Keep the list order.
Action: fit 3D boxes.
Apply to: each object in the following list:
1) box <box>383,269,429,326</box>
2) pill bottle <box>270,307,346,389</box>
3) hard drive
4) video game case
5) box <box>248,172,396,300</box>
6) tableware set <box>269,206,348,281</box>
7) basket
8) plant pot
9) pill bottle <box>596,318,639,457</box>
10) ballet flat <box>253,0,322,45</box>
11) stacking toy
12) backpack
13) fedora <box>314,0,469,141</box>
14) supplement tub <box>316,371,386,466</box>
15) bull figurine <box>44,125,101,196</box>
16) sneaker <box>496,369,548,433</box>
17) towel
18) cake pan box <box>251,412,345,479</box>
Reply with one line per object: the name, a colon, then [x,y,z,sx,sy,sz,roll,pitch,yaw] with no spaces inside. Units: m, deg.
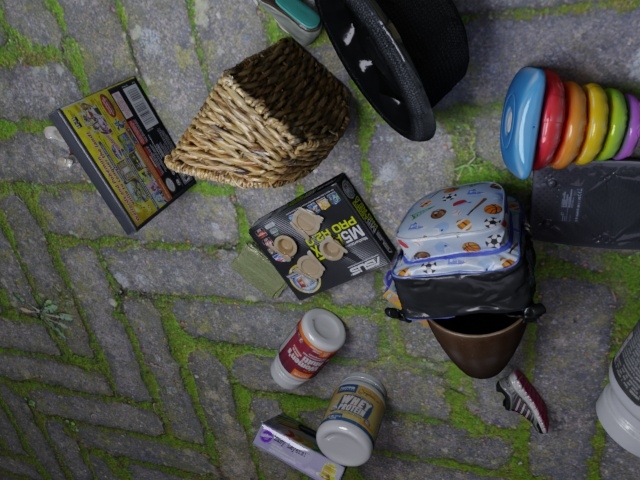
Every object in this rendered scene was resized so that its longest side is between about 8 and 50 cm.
box: [0.196,0.123,1.221,0.136,0.081,0.028,34,128,1]
pill bottle: [-0.037,0.279,1.392,0.121,0.121,0.221,35,127,-1]
hard drive: [0.511,-0.070,0.984,0.254,0.054,0.172,4,122,20]
video game case: [-0.405,-0.188,1.175,0.035,0.248,0.275,-16,113,28]
box: [0.000,0.000,1.240,0.270,0.060,0.216,-25,108,33]
tableware set: [-0.028,0.013,1.210,0.141,0.020,0.169,40,126,-5]
basket: [-0.092,-0.196,1.009,0.213,0.299,0.223,41,124,-7]
plant pot: [0.326,0.181,1.144,0.215,0.216,0.231,2,135,22]
pill bottle: [0.669,0.229,1.009,0.210,0.210,0.363,20,126,11]
ballet flat: [-0.088,-0.438,1.003,0.213,0.072,0.068,43,157,-4]
stacking toy: [0.458,-0.187,0.891,0.301,0.166,0.175,4,108,7]
backpack: [0.264,0.013,1.014,0.276,0.263,0.213,-3,114,24]
fedora: [0.129,-0.331,0.899,0.152,0.334,0.334,-33,107,-1]
supplement tub: [0.084,0.448,1.397,0.144,0.200,0.145,10,124,16]
bull figurine: [-0.510,-0.192,1.276,0.310,0.188,0.101,31,106,-6]
sneaker: [0.467,0.380,1.281,0.074,0.063,0.170,-29,101,34]
towel: [-0.146,0.076,1.370,0.148,0.027,0.110,37,128,-3]
cake pan box: [-0.039,0.568,1.504,0.245,0.267,0.070,26,83,14]
